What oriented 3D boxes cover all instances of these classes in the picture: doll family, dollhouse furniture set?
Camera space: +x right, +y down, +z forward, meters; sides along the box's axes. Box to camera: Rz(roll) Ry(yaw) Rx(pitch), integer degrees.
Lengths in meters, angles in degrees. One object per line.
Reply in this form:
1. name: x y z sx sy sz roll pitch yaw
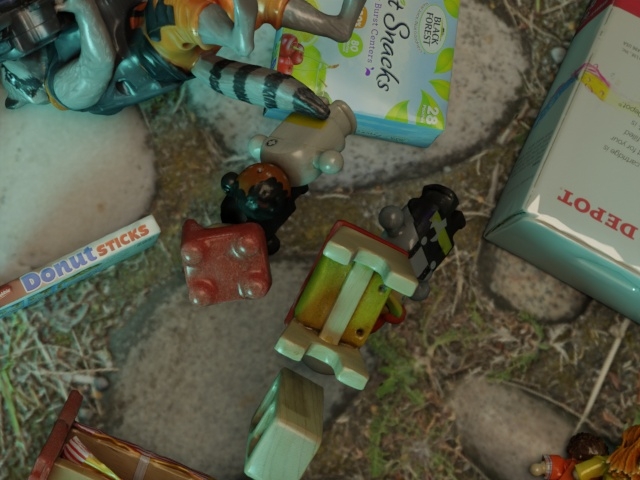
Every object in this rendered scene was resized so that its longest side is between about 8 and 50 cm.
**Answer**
1. doll family: 0.325 0.267 1.251 0.263 0.118 0.163 30 71 -4
2. dollhouse furniture set: -0.096 0.128 1.099 0.201 0.152 0.374 26 103 -6

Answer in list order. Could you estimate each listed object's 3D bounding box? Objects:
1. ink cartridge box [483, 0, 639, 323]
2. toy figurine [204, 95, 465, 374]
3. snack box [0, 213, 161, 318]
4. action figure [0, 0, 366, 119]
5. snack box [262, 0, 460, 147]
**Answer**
1. ink cartridge box: 0.329 -0.093 1.326 0.226 0.131 0.306 29 75 -5
2. toy figurine: 0.000 0.000 1.195 0.213 0.209 0.148 42 61 0
3. snack box: -0.231 0.028 1.218 0.178 0.064 0.022 -26 86 -16
4. action figure: -0.167 -0.161 1.164 0.341 0.330 0.178 -41 121 -52
5. snack box: 0.045 -0.211 1.324 0.175 0.070 0.207 11 77 -9
